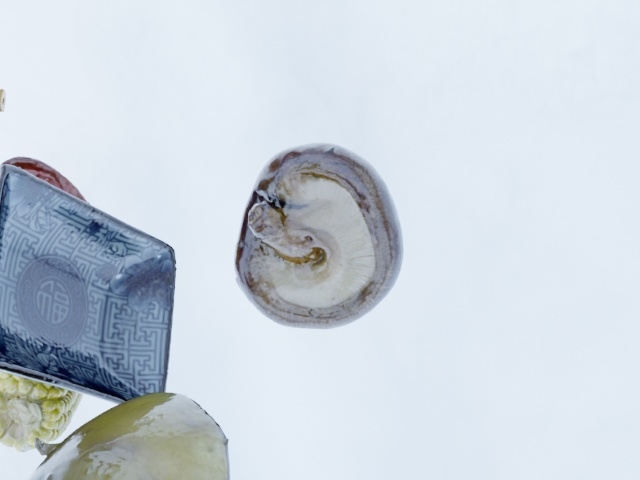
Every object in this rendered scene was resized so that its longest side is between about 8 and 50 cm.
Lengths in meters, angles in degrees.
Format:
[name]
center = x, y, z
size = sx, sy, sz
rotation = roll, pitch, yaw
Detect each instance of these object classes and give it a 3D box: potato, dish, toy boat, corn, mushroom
[potato]
center = -0.200, 0.246, 0.857
size = 0.239, 0.116, 0.299
rotation = 28, 88, 54
[dish]
center = -0.244, 0.058, 1.024
size = 0.080, 0.243, 0.182
rotation = -11, 65, 30
[toy boat]
center = -0.345, -0.037, 1.337
size = 0.096, 0.282, 0.206
rotation = -38, 80, -4
[corn]
center = -0.290, 0.147, 1.138
size = 0.093, 0.244, 0.093
rotation = 0, 98, -3
[mushroom]
center = 0.000, -0.007, 1.297
size = 0.194, 0.138, 0.231
rotation = 22, 114, -14

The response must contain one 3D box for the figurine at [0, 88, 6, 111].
[figurine]
center = -0.473, -0.165, 1.197
size = 0.240, 0.115, 0.174
rotation = -2, 33, 1
